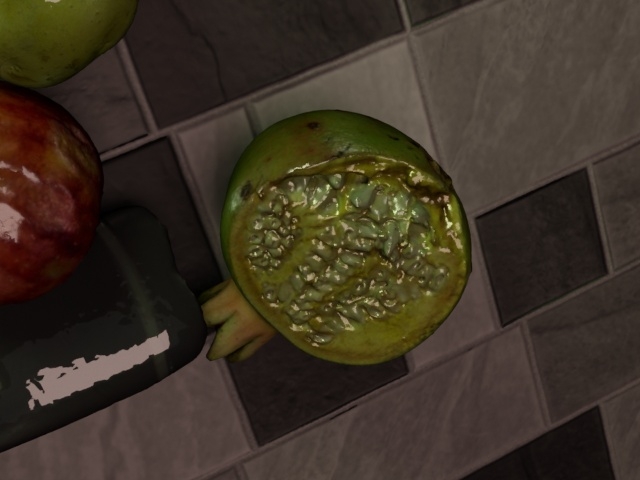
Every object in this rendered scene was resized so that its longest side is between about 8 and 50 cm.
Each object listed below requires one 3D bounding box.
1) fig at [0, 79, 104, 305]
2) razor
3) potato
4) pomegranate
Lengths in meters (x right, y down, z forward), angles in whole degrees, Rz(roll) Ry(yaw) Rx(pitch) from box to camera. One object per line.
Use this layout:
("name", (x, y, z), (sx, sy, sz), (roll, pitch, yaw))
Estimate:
("fig", (-0.345, -0.061, 1.029), (0.263, 0.224, 0.224), (36, 91, -6))
("razor", (-0.306, 0.109, 1.130), (0.349, 0.113, 0.204), (-27, 84, -12))
("potato", (-0.276, -0.300, 0.972), (0.216, 0.216, 0.304), (-5, 88, -21))
("pomegranate", (0.000, 0.000, 1.206), (0.358, 0.216, 0.310), (-33, 121, 25))
